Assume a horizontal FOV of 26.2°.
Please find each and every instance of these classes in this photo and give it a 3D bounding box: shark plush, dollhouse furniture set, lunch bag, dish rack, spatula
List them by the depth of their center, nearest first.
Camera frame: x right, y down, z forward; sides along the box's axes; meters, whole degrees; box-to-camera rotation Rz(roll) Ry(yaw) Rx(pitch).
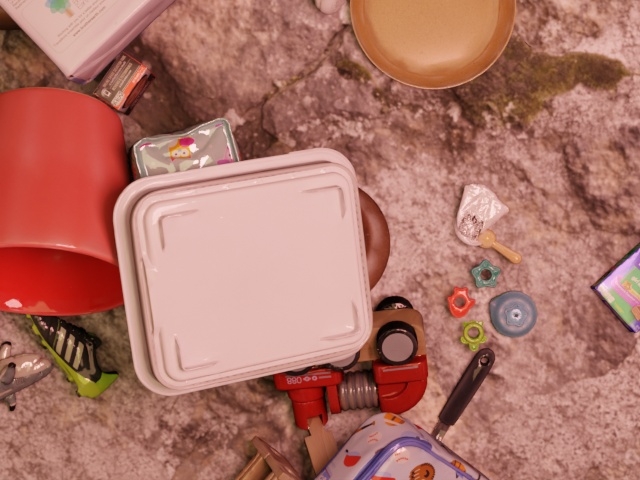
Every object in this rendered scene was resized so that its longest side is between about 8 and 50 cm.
[{"bbox_3d":[-0.082,0.043,1.743,0.333,0.072,0.285,-11,101,-21],"label":"dish rack"},{"bbox_3d":[-0.166,-0.022,1.868,0.160,0.223,0.262,-16,96,-9],"label":"lunch bag"},{"bbox_3d":[0.120,0.395,1.901,0.303,0.115,0.243,39,90,-31],"label":"lunch bag"},{"bbox_3d":[-0.052,0.396,1.955,0.184,0.129,0.129,41,90,-27],"label":"dollhouse furniture set"},{"bbox_3d":[-0.453,0.222,1.956,0.067,0.073,0.161,39,86,-31],"label":"shark plush"},{"bbox_3d":[0.169,0.283,1.988,0.084,0.030,0.296,30,91,-4],"label":"spatula"}]

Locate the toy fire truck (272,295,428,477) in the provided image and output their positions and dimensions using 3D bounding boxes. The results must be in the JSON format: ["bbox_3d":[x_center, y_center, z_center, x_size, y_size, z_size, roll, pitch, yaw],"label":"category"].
[{"bbox_3d":[0.047,0.227,1.939,0.217,0.158,0.246,-6,111,3],"label":"toy fire truck"}]

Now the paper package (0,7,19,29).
[{"bbox_3d":[-0.461,-0.443,1.873,0.325,0.168,0.309,-3,92,-1],"label":"paper package"}]

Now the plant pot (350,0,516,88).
[{"bbox_3d":[0.160,-0.333,1.963,0.236,0.032,0.236,0,92,-1],"label":"plant pot"}]

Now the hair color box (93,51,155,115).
[{"bbox_3d":[-0.269,-0.215,1.899,0.043,0.141,0.072,35,91,-2],"label":"hair color box"}]

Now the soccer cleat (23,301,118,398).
[{"bbox_3d":[-0.357,0.142,1.957,0.072,0.060,0.179,-36,99,-10],"label":"soccer cleat"}]

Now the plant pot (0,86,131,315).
[{"bbox_3d":[-0.369,-0.055,1.837,0.275,0.275,0.243,1,68,-2],"label":"plant pot"}]

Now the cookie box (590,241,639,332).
[{"bbox_3d":[0.460,0.065,1.983,0.107,0.040,0.092,-42,92,-1],"label":"cookie box"}]

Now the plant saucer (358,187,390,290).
[{"bbox_3d":[0.000,0.000,1.942,0.199,0.036,0.198,0,75,1],"label":"plant saucer"}]

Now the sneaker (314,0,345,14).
[{"bbox_3d":[-0.010,-0.441,1.939,0.126,0.091,0.240,9,92,16],"label":"sneaker"}]

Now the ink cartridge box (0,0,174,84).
[{"bbox_3d":[-0.344,-0.429,1.719,0.270,0.151,0.395,-43,94,-1],"label":"ink cartridge box"}]

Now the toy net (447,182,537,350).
[{"bbox_3d":[0.230,0.035,1.976,0.122,0.045,0.232,-15,91,3],"label":"toy net"}]
